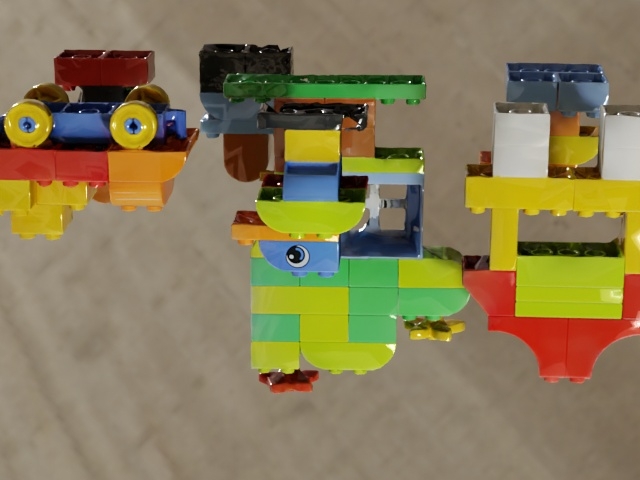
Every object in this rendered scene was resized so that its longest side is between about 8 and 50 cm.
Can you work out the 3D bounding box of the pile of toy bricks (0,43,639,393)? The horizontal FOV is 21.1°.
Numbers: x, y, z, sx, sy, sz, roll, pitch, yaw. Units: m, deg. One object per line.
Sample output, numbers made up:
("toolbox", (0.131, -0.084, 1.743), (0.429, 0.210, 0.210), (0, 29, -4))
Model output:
("pile of toy bricks", (0.000, 0.000, 0.545), (0.212, 0.105, 0.118), (2, -163, 4))
